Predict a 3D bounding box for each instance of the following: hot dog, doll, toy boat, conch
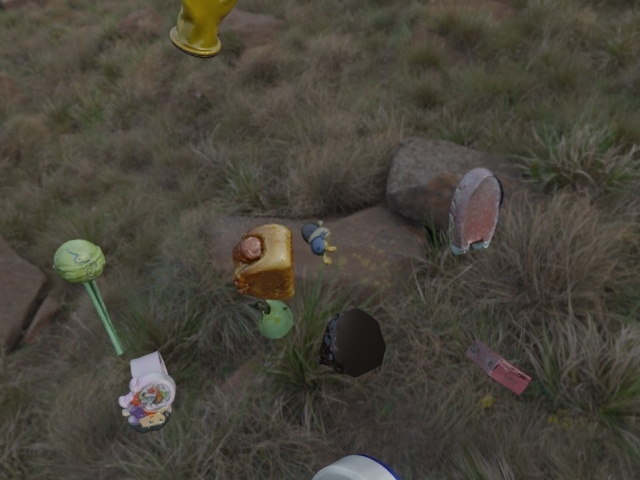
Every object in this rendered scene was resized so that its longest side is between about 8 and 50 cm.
[{"bbox_3d":[-0.144,0.061,1.222,0.153,0.256,0.150,0,63,-1],"label":"hot dog"},{"bbox_3d":[0.000,0.000,1.483,0.089,0.101,0.179,-2,38,-32],"label":"doll"},{"bbox_3d":[0.390,-0.079,1.264,0.155,0.227,0.085,-10,26,-29],"label":"toy boat"},{"bbox_3d":[-0.188,0.258,1.742,0.137,0.250,0.143,-7,55,18],"label":"conch"}]

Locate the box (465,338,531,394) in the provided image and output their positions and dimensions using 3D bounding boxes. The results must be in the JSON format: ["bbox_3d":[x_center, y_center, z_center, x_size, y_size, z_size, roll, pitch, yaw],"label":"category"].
[{"bbox_3d":[0.467,0.332,1.292,0.060,0.111,0.156,-54,10,2],"label":"box"}]

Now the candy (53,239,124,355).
[{"bbox_3d":[-0.500,0.143,1.097,0.093,0.335,0.093,8,36,18],"label":"candy"}]

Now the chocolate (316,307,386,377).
[{"bbox_3d":[0.064,0.337,1.599,0.224,0.206,0.177,-12,-7,-43],"label":"chocolate"}]

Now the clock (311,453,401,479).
[{"bbox_3d":[0.073,0.520,0.892,0.083,0.230,0.230,0,26,-43],"label":"clock"}]

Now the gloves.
[{"bbox_3d":[-0.243,-0.555,1.052,0.116,0.294,0.133,34,45,2],"label":"gloves"}]

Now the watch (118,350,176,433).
[{"bbox_3d":[-0.635,0.552,1.802,0.196,0.243,0.231,-18,23,-18],"label":"watch"}]
